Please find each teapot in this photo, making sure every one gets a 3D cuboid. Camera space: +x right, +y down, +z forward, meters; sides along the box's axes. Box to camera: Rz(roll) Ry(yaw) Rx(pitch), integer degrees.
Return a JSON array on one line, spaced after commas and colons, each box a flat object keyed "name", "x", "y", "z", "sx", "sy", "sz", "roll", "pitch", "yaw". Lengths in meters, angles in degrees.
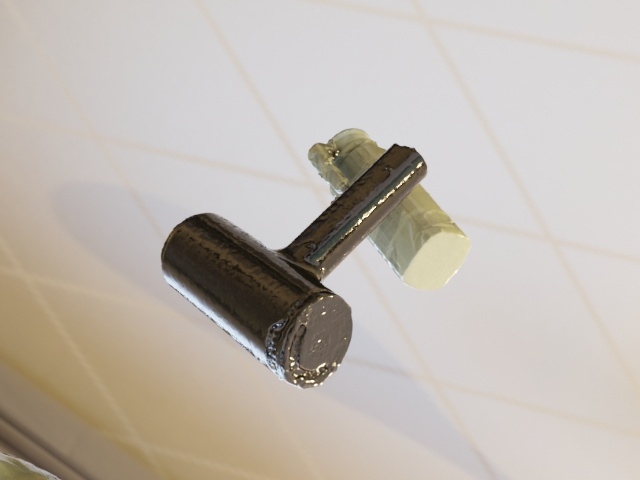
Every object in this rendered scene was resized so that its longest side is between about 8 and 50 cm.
[{"name": "teapot", "x": 0.060, "y": -0.039, "z": 1.430, "sx": 0.107, "sy": 0.200, "sz": 0.077, "roll": 10, "pitch": 121, "yaw": -41}]

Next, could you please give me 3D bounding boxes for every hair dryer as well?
[{"name": "hair dryer", "x": 0.000, "y": 0.000, "z": 1.241, "sx": 0.251, "sy": 0.197, "sz": 0.089, "roll": -40, "pitch": 135, "yaw": -18}]

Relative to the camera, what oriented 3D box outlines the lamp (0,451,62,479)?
[{"name": "lamp", "x": -0.191, "y": 0.133, "z": 0.624, "sx": 0.101, "sy": 0.250, "sz": 0.101, "roll": -23, "pitch": -122, "yaw": 41}]
